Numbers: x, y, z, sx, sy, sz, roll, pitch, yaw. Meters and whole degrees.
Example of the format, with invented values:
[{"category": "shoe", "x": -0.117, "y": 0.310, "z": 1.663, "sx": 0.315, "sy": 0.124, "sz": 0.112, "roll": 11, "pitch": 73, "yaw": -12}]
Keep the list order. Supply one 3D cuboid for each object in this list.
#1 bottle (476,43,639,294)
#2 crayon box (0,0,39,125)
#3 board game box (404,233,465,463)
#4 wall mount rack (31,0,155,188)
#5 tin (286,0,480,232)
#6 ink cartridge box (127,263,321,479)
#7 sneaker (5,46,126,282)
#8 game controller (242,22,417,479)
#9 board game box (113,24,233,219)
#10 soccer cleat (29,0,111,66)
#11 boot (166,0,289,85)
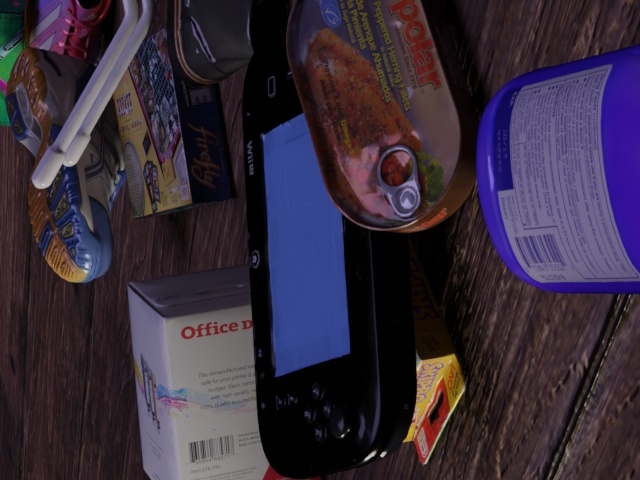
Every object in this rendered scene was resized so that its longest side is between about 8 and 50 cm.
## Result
[{"category": "bottle", "x": 0.164, "y": -0.035, "z": 0.827, "sx": 0.283, "sy": 0.092, "sz": 0.118, "roll": 174, "pitch": 87, "yaw": -71}, {"category": "crayon box", "x": -0.368, "y": -0.285, "z": 2.133, "sx": 0.278, "sy": 0.081, "sz": 0.165, "roll": -90, "pitch": 7, "yaw": -46}, {"category": "board game box", "x": 0.035, "y": 0.026, "z": 1.322, "sx": 0.124, "sy": 0.039, "sz": 0.259, "roll": 108, "pitch": 144, "yaw": -54}, {"category": "wall mount rack", "x": -0.203, "y": -0.214, "z": 1.609, "sx": 0.350, "sy": 0.130, "sz": 0.304, "roll": -91, "pitch": -8, "yaw": -82}, {"category": "tin", "x": 0.041, "y": -0.095, "z": 1.165, "sx": 0.106, "sy": 0.040, "sz": 0.189, "roll": -29, "pitch": 67, "yaw": 34}, {"category": "ink cartridge box", "x": -0.083, "y": 0.120, "z": 1.557, "sx": 0.127, "sy": 0.128, "sz": 0.176, "roll": -148, "pitch": 52, "yaw": -66}, {"category": "sneaker", "x": -0.235, "y": -0.084, "z": 1.906, "sx": 0.112, "sy": 0.131, "sz": 0.296, "roll": -52, "pitch": 42, "yaw": 41}, {"category": "game controller", "x": 0.000, "y": 0.000, "z": 1.255, "sx": 0.166, "sy": 0.067, "sz": 0.319, "roll": -18, "pitch": 71, "yaw": 48}, {"category": "board game box", "x": -0.147, "y": -0.110, "z": 1.766, "sx": 0.243, "sy": 0.042, "sz": 0.165, "roll": 174, "pitch": 87, "yaw": -71}, {"category": "soccer cleat", "x": -0.266, "y": -0.242, "z": 2.000, "sx": 0.095, "sy": 0.083, "sz": 0.248, "roll": 55, "pitch": 146, "yaw": 43}, {"category": "boot", "x": -0.073, "y": -0.230, "z": 1.484, "sx": 0.137, "sy": 0.077, "sz": 0.198, "roll": -2, "pitch": 100, "yaw": 59}]
